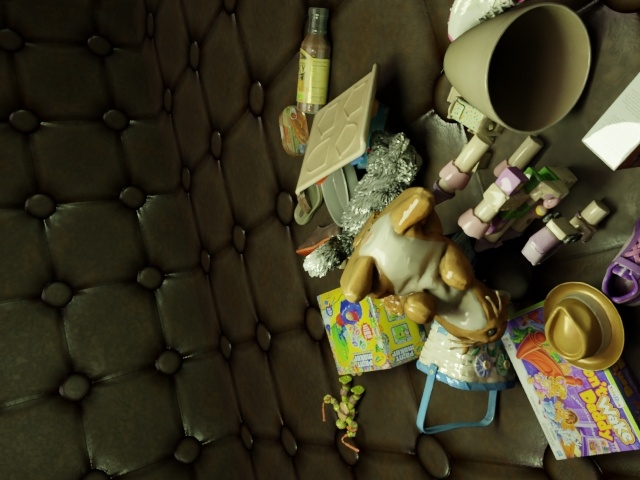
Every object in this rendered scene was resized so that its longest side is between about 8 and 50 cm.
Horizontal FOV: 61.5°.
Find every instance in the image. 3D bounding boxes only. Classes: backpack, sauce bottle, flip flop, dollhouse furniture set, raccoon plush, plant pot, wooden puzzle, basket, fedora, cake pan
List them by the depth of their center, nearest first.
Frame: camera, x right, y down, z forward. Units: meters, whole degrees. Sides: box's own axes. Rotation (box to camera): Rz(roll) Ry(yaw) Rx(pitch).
[{"bbox_3d":[0.531,0.187,1.129,0.194,0.079,0.195,24,120,50],"label":"fedora"},{"bbox_3d":[0.403,-0.392,1.211,0.274,0.256,0.257,-132,43,-62],"label":"plant pot"},{"bbox_3d":[0.360,-0.289,1.392,0.182,0.101,0.161,46,134,40],"label":"dollhouse furniture set"},{"bbox_3d":[0.372,0.354,1.399,0.201,0.254,0.289,24,107,57],"label":"basket"},{"bbox_3d":[0.354,0.078,1.451,0.116,0.158,0.174,-14,100,38],"label":"backpack"},{"bbox_3d":[0.129,-0.116,1.500,0.216,0.446,0.299,13,128,42],"label":"raccoon plush"},{"bbox_3d":[0.065,-0.317,1.613,0.347,0.080,0.322,-30,40,50],"label":"wooden puzzle"},{"bbox_3d":[0.062,-0.193,1.822,0.293,0.054,0.294,166,90,-77],"label":"cake pan"},{"bbox_3d":[-0.019,-0.619,1.866,0.111,0.111,0.345,29,120,49],"label":"sauce bottle"},{"bbox_3d":[-0.062,-0.156,2.056,0.112,0.080,0.277,68,150,26],"label":"flip flop"}]

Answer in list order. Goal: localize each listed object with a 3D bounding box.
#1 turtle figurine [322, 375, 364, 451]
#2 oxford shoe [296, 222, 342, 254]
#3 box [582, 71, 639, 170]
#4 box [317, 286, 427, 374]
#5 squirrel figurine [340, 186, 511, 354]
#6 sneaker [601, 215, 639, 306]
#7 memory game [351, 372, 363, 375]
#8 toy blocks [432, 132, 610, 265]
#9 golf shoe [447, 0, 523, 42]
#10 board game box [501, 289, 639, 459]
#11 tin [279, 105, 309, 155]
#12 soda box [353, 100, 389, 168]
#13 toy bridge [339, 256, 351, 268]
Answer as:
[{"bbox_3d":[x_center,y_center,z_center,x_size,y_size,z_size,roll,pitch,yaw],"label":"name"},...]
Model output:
[{"bbox_3d":[0.104,0.634,2.012,0.269,0.087,0.218,42,124,54],"label":"turtle figurine"},{"bbox_3d":[0.000,0.000,2.025,0.271,0.096,0.099,-19,62,52],"label":"oxford shoe"},{"bbox_3d":[0.611,-0.227,1.012,0.091,0.130,0.171,57,141,29],"label":"box"},{"bbox_3d":[0.166,0.269,1.751,0.290,0.176,0.279,-29,75,55],"label":"box"},{"bbox_3d":[0.257,0.089,1.265,0.281,0.370,0.397,-56,8,1],"label":"squirrel figurine"},{"bbox_3d":[0.632,0.036,1.069,0.095,0.104,0.237,42,130,45],"label":"sneaker"},{"bbox_3d":[0.116,0.415,2.005,0.186,0.012,0.186,18,112,53],"label":"memory game"},{"bbox_3d":[0.421,-0.046,1.200,0.309,0.288,0.260,57,133,28],"label":"toy blocks"},{"bbox_3d":[0.408,-0.575,1.247,0.140,0.115,0.306,56,141,26],"label":"golf shoe"},{"bbox_3d":[0.577,0.305,1.239,0.233,0.078,0.347,-43,63,51],"label":"board game box"},{"bbox_3d":[-0.100,-0.413,2.037,0.040,0.106,0.190,-6,92,56],"label":"tin"},{"bbox_3d":[0.149,-0.338,1.723,0.071,0.067,0.210,45,132,41],"label":"soda box"},{"bbox_3d":[0.079,0.071,1.962,0.188,0.026,0.063,9,103,55],"label":"toy bridge"}]
